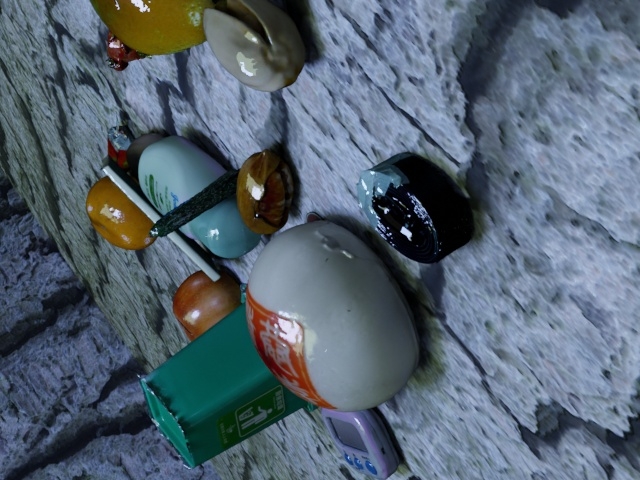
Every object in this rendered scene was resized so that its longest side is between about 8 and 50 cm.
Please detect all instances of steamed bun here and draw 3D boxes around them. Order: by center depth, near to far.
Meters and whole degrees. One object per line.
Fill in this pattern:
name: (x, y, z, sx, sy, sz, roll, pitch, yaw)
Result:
steamed bun: (0.000, 0.160, 1.624, 0.374, 0.241, 0.374, 42, 154, 26)

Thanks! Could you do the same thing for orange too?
orange: (-0.321, -0.470, 1.626, 0.334, 0.196, 0.262, 10, 140, 50)
orange: (-0.540, -0.081, 2.423, 0.240, 0.171, 0.240, 28, 152, 16)

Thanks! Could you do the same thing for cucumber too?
cucumber: (-0.242, -0.080, 1.779, 0.043, 0.256, 0.044, 44, 160, 35)

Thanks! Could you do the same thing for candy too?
candy: (-0.551, -0.245, 2.401, 0.086, 0.059, 0.292, 55, 154, 16)

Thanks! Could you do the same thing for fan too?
fan: (0.000, 0.000, 1.718, 0.085, 0.005, 0.133, 37, 146, 38)

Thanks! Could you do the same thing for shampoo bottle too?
shampoo bottle: (-0.258, -0.087, 1.929, 0.349, 0.151, 0.222, 37, 140, 37)

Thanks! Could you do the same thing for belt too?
belt: (0.136, -0.052, 1.327, 0.198, 0.078, 0.151, 38, 150, 40)

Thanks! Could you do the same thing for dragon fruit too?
dragon fruit: (-0.401, -0.429, 1.855, 0.175, 0.142, 0.138, 12, 95, 32)

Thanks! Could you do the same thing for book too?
book: (-0.396, -0.060, 2.140, 0.379, 0.031, 0.264, 46, 177, -16)

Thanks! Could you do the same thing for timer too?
timer: (0.089, 0.443, 1.965, 0.208, 0.069, 0.191, -4, 114, 64)

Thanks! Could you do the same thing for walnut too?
walnut: (-0.109, -0.097, 1.703, 0.116, 0.116, 0.207, 41, 142, 34)

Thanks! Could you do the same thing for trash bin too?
trash bin: (-0.207, 0.307, 1.994, 0.295, 0.381, 0.259, 40, 148, 36)

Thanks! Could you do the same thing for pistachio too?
pistachio: (-0.110, -0.325, 1.420, 0.215, 0.144, 0.144, 49, 154, 34)

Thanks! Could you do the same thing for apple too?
apple: (-0.286, 0.188, 2.254, 0.210, 0.173, 0.235, 28, 142, 49)

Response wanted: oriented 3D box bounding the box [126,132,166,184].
box: (-0.418, -0.194, 2.176, 0.146, 0.088, 0.200, 61, 156, -9)
